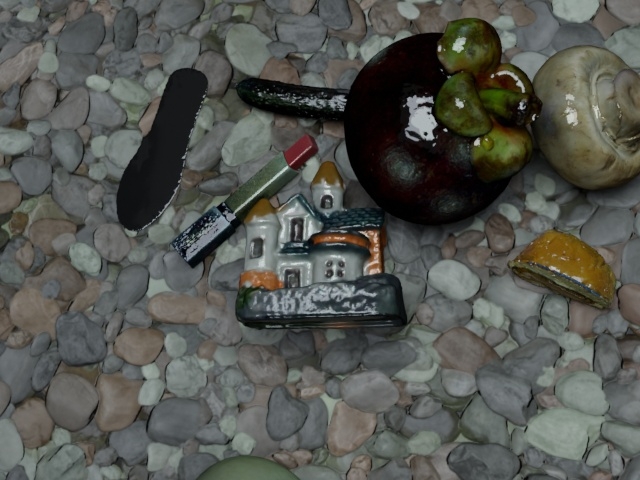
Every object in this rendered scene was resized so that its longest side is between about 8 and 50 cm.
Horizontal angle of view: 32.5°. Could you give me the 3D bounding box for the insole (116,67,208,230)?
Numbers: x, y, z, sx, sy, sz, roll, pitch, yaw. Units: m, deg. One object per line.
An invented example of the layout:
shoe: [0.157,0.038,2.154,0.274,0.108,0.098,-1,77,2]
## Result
insole: [-0.285,-0.166,1.987,0.109,0.007,0.322,16,78,11]

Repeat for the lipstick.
lipstick: [-0.124,-0.075,1.913,0.312,0.051,0.051,-41,71,-4]

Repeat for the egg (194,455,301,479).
egg: [-0.088,0.495,1.641,0.258,0.258,0.352,-22,77,3]

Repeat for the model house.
model house: [0.000,0.000,1.800,0.271,0.190,0.301,-2,73,10]

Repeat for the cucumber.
cucumber: [-0.039,-0.247,1.939,0.245,0.067,0.067,7,76,12]

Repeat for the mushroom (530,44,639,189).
mushroom: [0.444,-0.204,1.772,0.254,0.184,0.255,13,61,-25]

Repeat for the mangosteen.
mangosteen: [0.186,-0.187,1.759,0.329,0.330,0.330,-2,74,9]

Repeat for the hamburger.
hamburger: [0.401,0.032,1.778,0.176,0.087,0.102,22,81,17]
